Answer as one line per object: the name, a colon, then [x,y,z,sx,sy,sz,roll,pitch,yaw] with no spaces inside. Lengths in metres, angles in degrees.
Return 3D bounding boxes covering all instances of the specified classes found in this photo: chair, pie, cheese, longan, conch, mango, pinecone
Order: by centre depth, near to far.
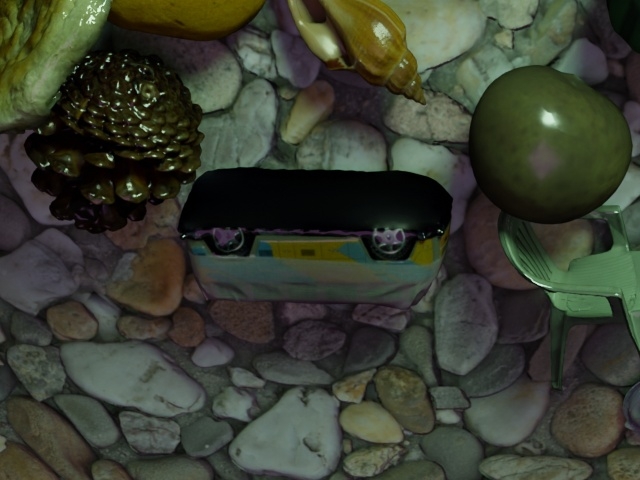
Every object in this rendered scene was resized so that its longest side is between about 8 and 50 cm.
pie: [-0.360,-0.274,0.991,0.075,0.337,0.337,24,124,-40]
mango: [-0.179,-0.318,1.023,0.228,0.147,0.109,-11,74,-7]
longan: [0.294,-0.122,1.039,0.220,0.196,0.196,33,118,-15]
conch: [0.028,-0.302,1.048,0.330,0.093,0.109,49,134,4]
pinecone: [-0.294,-0.121,1.106,0.246,0.246,0.292,30,137,-8]
chair: [0.376,0.072,1.131,0.191,0.203,0.274,-5,123,24]
cheese: [0.562,0.244,1.283,0.105,0.042,0.190,18,117,-4]

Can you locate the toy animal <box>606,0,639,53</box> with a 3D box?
toy animal: [0.498,-0.272,0.928,0.339,0.216,0.191,15,146,4]

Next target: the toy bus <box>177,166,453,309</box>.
toy bus: [0.000,0.000,1.173,0.387,0.171,0.162,1,129,8]
